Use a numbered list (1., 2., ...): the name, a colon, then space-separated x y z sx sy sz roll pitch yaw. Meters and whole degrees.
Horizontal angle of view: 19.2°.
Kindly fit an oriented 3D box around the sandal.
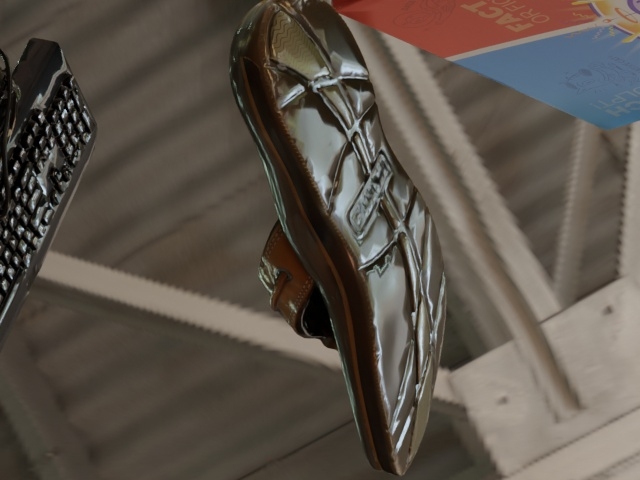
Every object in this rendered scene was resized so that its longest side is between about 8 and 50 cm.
1. sandal: 0.000 0.000 0.777 0.060 0.219 0.090 -3 -142 30

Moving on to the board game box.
1. board game box: 0.199 -0.153 0.950 0.242 0.316 0.064 17 -114 -42

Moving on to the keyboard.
1. keyboard: -0.144 -0.012 0.875 0.038 0.100 0.192 -1 -130 24
